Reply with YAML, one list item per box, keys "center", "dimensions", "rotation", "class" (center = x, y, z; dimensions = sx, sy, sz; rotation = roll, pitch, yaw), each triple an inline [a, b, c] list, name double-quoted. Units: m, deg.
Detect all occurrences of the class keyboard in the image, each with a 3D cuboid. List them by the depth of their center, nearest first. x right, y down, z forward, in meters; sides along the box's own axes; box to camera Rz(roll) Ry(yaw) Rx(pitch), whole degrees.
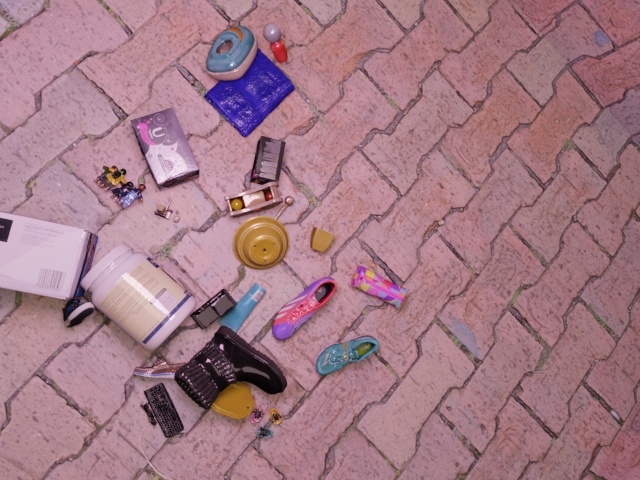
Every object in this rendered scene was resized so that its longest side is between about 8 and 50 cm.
- center: [-0.568, 0.614, 1.667]
  dimensions: [0.100, 0.038, 0.192]
  rotation: [-26, 91, -16]
  class: "keyboard"

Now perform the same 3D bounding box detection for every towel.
- center: [-0.274, -0.591, 1.855]
  dimensions: [0.227, 0.076, 0.308]
  rotation: [44, 75, -8]
  class: "towel"

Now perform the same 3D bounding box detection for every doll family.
- center: [-0.719, -0.201, 1.697]
  dimensions: [0.193, 0.076, 0.111]
  rotation: [47, 70, -11]
  class: "doll family"

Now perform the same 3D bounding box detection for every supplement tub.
- center: [-0.615, 0.190, 1.596]
  dimensions: [0.325, 0.235, 0.235]
  rotation: [44, 75, -7]
  class: "supplement tub"

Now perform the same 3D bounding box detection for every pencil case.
- center: [0.234, 0.189, 1.902]
  dimensions: [0.236, 0.104, 0.105]
  rotation: [26, 78, -12]
  class: "pencil case"

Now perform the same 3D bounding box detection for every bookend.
- center: [-0.387, 0.251, 1.693]
  dimensions: [0.157, 0.156, 0.072]
  rotation: [-40, 96, -15]
  class: "bookend"

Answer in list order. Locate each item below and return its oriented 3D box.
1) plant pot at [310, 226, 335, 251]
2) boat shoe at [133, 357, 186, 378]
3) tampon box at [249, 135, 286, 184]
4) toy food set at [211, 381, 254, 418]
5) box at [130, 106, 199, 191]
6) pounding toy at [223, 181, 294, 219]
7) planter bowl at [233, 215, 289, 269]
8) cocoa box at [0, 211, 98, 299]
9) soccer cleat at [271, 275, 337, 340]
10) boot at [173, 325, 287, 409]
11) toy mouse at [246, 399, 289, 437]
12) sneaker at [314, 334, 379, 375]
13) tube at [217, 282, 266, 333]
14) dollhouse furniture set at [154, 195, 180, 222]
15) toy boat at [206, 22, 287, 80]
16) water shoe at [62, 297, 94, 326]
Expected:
- center: [0.000, 0.000, 1.868]
  dimensions: [0.081, 0.081, 0.083]
  rotation: [21, 90, -12]
  class: "plant pot"
- center: [-0.570, 0.456, 1.674]
  dimensions: [0.183, 0.066, 0.066]
  rotation: [10, 77, -24]
  class: "boat shoe"
- center: [-0.206, -0.304, 1.819]
  dimensions: [0.101, 0.120, 0.161]
  rotation: [12, 81, -14]
  class: "tampon box"
- center: [-0.352, 0.577, 1.721]
  dimensions: [0.217, 0.071, 0.128]
  rotation: [28, 53, -13]
  class: "toy food set"
- center: [-0.565, -0.330, 1.712]
  dimensions: [0.163, 0.142, 0.248]
  rotation: [-23, 90, -17]
  class: "box"
- center: [-0.217, -0.127, 1.781]
  dimensions: [0.269, 0.154, 0.155]
  rotation: [-16, 88, -16]
  class: "pounding toy"
- center: [-0.216, 0.024, 1.759]
  dimensions: [0.217, 0.090, 0.217]
  rotation: [-5, 110, -14]
  class: "planter bowl"
- center: [-0.945, 0.046, 1.523]
  dimensions: [0.346, 0.228, 0.232]
  rotation: [13, 81, -14]
  class: "cocoa box"
- center: [-0.061, 0.256, 1.802]
  dimensions: [0.318, 0.116, 0.109]
  rotation: [-43, 96, -16]
  class: "soccer cleat"
- center: [-0.313, 0.499, 1.658]
  dimensions: [0.347, 0.131, 0.260]
  rotation: [37, 48, 1]
  class: "boot"
- center: [-0.220, 0.682, 1.758]
  dimensions: [0.143, 0.031, 0.161]
  rotation: [-33, 93, -16]
  class: "toy mouse"
- center: [0.102, 0.442, 1.832]
  dimensions: [0.275, 0.110, 0.107]
  rotation: [-23, 91, -16]
  class: "sneaker"
- center: [-0.291, 0.255, 1.778]
  dimensions: [0.080, 0.052, 0.207]
  rotation: [40, 81, -3]
  class: "tube"
- center: [-0.550, -0.128, 1.712]
  dimensions: [0.090, 0.114, 0.081]
  rotation: [22, 75, -10]
  class: "dollhouse furniture set"
- center: [-0.281, -0.733, 1.767]
  dimensions: [0.317, 0.148, 0.268]
  rotation: [1, 59, 19]
  class: "toy boat"
- center: [-0.820, 0.229, 1.560]
  dimensions: [0.072, 0.203, 0.080]
  rotation: [-17, 79, -48]
  class: "water shoe"
